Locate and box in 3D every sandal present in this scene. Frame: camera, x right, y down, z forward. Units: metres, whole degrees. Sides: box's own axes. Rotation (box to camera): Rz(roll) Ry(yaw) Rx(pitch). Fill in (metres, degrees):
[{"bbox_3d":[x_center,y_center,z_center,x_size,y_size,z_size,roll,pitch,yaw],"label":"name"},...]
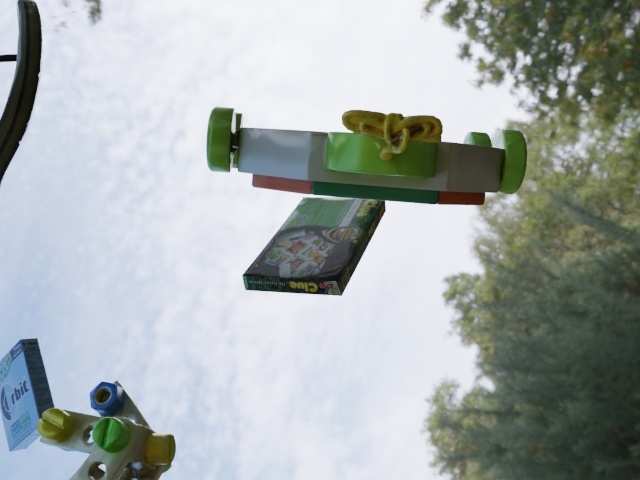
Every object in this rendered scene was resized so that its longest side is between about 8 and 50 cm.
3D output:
[{"bbox_3d":[-0.345,-0.106,0.754,0.086,0.120,0.302,21,-95,-22],"label":"sandal"}]

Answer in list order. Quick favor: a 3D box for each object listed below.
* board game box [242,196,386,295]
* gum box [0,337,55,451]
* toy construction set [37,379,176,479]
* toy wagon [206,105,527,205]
[{"bbox_3d":[0.000,0.000,1.074,0.259,0.136,0.030,-56,-38,-57],"label":"board game box"},{"bbox_3d":[-0.612,0.318,1.553,0.041,0.184,0.157,2,-32,-46],"label":"gum box"},{"bbox_3d":[-0.134,0.259,0.662,0.215,0.328,0.151,-63,-39,-23],"label":"toy construction set"},{"bbox_3d":[0.037,-0.073,0.660,0.344,0.267,0.068,-103,17,-82],"label":"toy wagon"}]
